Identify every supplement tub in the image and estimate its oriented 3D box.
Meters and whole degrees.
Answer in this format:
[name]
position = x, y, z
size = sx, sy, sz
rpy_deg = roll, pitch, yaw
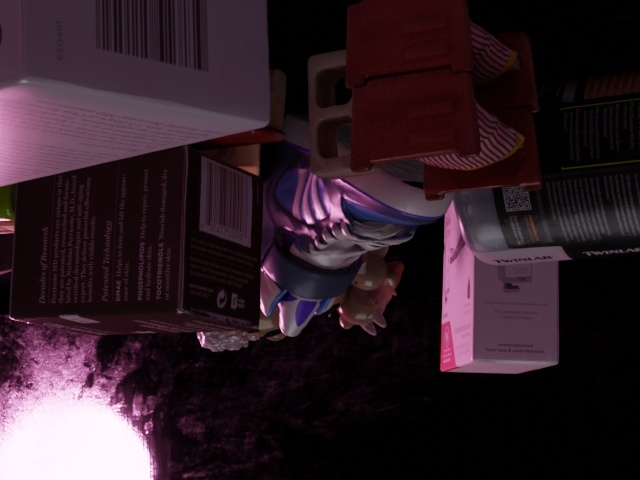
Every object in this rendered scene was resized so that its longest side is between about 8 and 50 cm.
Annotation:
[supplement tub]
position = 0.309, -0.080, 1.670
size = 0.316, 0.193, 0.193
rpy_deg = -5, 171, 23

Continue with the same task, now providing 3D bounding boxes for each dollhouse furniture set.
[dollhouse furniture set]
position = 0.001, -0.115, 1.480
size = 0.374, 0.152, 0.201
rpy_deg = -6, 171, 26

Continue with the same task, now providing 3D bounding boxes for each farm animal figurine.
[farm animal figurine]
position = 0.017, 0.037, 1.992
size = 0.327, 0.172, 0.330
rpy_deg = -21, 161, -19

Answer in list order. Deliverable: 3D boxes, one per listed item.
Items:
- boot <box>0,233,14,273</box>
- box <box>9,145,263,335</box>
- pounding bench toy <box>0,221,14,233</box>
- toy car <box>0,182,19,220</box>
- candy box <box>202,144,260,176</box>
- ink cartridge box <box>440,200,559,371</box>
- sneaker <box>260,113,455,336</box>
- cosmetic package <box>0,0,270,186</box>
[boot]
position = -0.527, 0.023, 2.522
size = 0.264, 0.096, 0.280
rpy_deg = -5, 172, 17
[box]
position = -0.184, 0.006, 1.627
size = 0.203, 0.167, 0.168
rpy_deg = -4, 170, 25
[pounding bench toy]
position = -0.424, -0.042, 2.239
size = 0.083, 0.052, 0.065
rpy_deg = -3, 171, 9
[toy car]
position = -0.361, -0.106, 1.693
size = 0.155, 0.148, 0.188
rpy_deg = 2, -159, 18
[candy box]
position = -0.161, -0.093, 1.818
size = 0.183, 0.087, 0.316
rpy_deg = -1, 172, -3
[ink cartridge box]
position = 0.235, 0.029, 2.104
size = 0.117, 0.283, 0.207
rpy_deg = 3, 171, -7
[sneaker]
position = 0.024, 0.006, 1.712
size = 0.130, 0.236, 0.323
rpy_deg = 6, -167, -28
[cosmetic package]
position = -0.276, -0.139, 1.209
size = 0.453, 0.161, 0.230
rpy_deg = -9, 169, 41
